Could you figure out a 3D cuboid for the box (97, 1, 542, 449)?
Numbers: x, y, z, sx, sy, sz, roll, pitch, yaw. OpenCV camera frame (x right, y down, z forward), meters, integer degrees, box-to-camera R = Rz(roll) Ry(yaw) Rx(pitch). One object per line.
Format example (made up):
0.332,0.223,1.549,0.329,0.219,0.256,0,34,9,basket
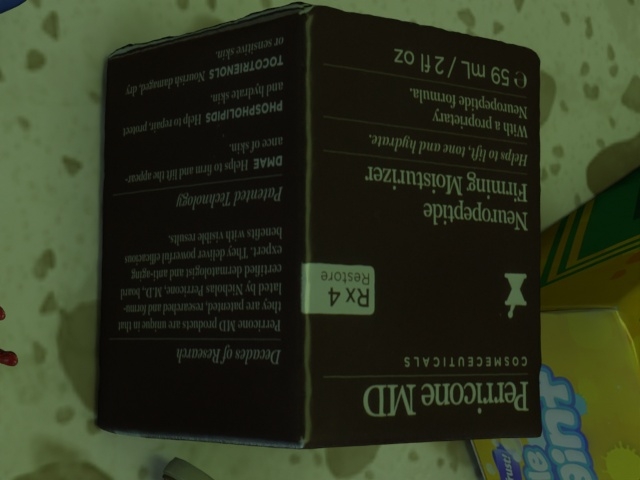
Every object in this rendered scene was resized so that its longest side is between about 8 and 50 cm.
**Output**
0.000,0.000,0.803,0.168,0.167,0.203,4,84,-41,box

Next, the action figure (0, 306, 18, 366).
-0.195,0.061,0.721,0.115,0.030,0.038,-21,106,-39,action figure

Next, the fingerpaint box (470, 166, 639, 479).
0.307,0.170,1.065,0.371,0.163,0.445,-30,106,-39,fingerpaint box

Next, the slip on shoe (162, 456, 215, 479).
-0.048,0.174,0.831,0.041,0.051,0.135,-44,121,-22,slip on shoe

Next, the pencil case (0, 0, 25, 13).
-0.240,-0.104,0.628,0.306,0.119,0.133,-39,135,-38,pencil case
